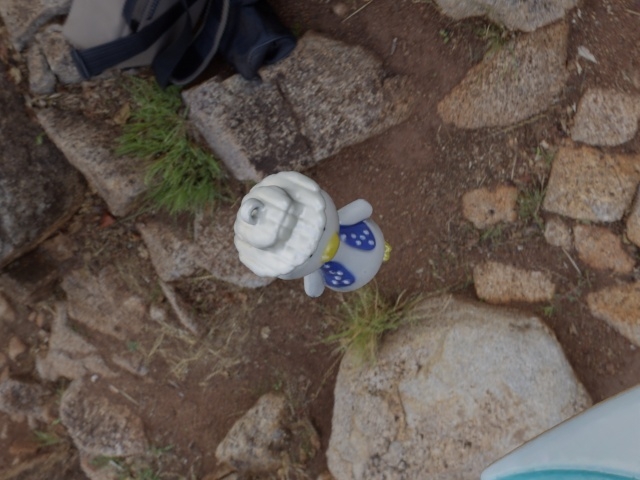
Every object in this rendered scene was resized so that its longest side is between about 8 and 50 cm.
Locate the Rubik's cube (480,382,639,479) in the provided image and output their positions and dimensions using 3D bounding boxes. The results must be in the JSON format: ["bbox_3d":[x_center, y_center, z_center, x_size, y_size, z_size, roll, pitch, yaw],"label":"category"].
[{"bbox_3d":[0.376,0.316,0.515,0.352,0.351,0.347,21,130,-33],"label":"Rubik's cube"}]

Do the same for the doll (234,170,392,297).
[{"bbox_3d":[0.000,0.000,0.756,0.119,0.293,0.138,38,97,33],"label":"doll"}]
